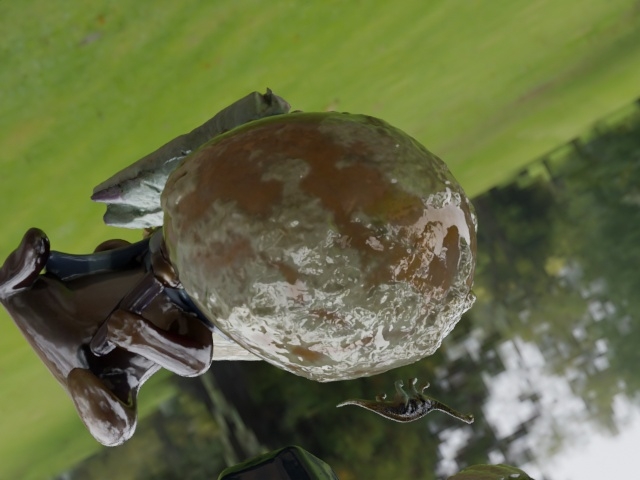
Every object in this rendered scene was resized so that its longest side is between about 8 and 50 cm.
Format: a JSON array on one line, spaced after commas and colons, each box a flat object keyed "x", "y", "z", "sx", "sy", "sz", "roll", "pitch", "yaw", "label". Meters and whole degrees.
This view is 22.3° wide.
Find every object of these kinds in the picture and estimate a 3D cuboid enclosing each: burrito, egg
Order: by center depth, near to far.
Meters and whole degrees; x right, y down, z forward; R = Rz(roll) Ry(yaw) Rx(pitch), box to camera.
[{"x": 0.000, "y": 0.000, "z": 1.209, "sx": 0.245, "sy": 0.203, "sz": 0.203, "roll": 16, "pitch": 180, "yaw": 7, "label": "egg"}, {"x": -0.126, "y": -0.076, "z": 1.730, "sx": 0.309, "sy": 0.096, "sz": 0.066, "roll": -23, "pitch": -137, "yaw": 39, "label": "burrito"}]

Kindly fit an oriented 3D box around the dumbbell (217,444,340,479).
[{"x": 0.033, "y": 0.306, "z": 1.456, "sx": 0.144, "sy": 0.160, "sz": 0.325, "roll": 11, "pitch": 161, "yaw": 45, "label": "dumbbell"}]

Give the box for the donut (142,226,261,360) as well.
[{"x": -0.124, "y": 0.061, "z": 2.267, "sx": 0.307, "sy": 0.150, "sz": 0.371, "roll": -9, "pitch": 159, "yaw": 6, "label": "donut"}]

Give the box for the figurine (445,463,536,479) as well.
[{"x": 0.253, "y": 0.304, "z": 1.636, "sx": 0.332, "sy": 0.185, "sz": 0.204, "roll": -20, "pitch": -144, "yaw": 18, "label": "figurine"}]

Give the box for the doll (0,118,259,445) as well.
[{"x": -0.138, "y": 0.024, "z": 1.509, "sx": 0.339, "sy": 0.209, "sz": 0.318, "roll": -28, "pitch": -156, "yaw": 1, "label": "doll"}]

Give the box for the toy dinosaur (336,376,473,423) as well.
[{"x": 0.096, "y": 0.187, "z": 1.918, "sx": 0.180, "sy": 0.058, "sz": 0.037, "roll": 1, "pitch": 133, "yaw": -16, "label": "toy dinosaur"}]
